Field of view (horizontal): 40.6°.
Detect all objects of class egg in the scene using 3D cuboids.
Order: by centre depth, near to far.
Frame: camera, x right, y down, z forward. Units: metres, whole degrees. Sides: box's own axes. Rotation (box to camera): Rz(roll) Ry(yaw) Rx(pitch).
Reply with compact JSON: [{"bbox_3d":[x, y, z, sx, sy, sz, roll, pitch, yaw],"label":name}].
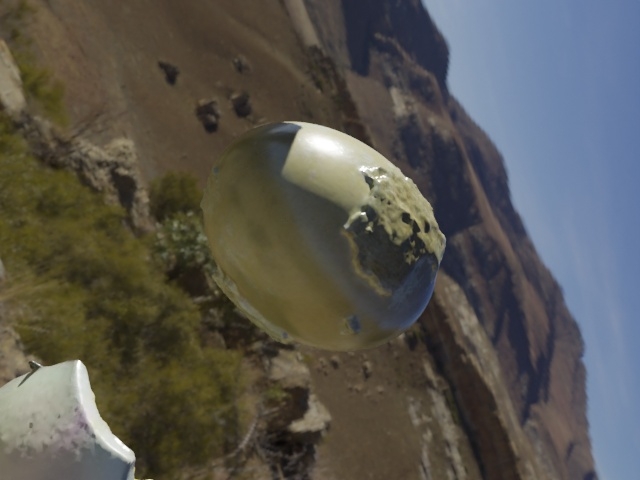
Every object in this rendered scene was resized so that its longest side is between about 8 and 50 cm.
[{"bbox_3d":[0.002,-0.003,0.658,0.201,0.164,0.164,42,20,-22],"label":"egg"},{"bbox_3d":[-0.200,0.245,0.727,0.161,0.207,0.271,-86,153,-46],"label":"egg"}]
